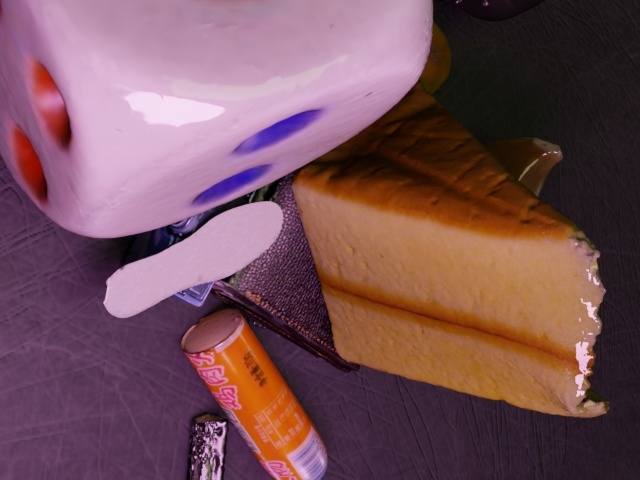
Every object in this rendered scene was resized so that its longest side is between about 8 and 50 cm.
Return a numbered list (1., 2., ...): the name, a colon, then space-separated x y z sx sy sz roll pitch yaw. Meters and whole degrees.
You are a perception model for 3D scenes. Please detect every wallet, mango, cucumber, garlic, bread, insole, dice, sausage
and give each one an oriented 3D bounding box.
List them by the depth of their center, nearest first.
1. dice: -0.113 -0.180 1.025 0.304 0.304 0.277 -26 86 -25
2. insole: -0.115 0.017 1.178 0.197 0.004 0.065 -28 124 -26
3. bread: 0.178 0.015 1.245 0.245 0.362 0.233 -36 126 -34
4. cucumber: -0.117 0.258 1.287 0.039 0.043 0.163 -7 104 -83
5. sausage: -0.056 0.177 1.310 0.071 0.071 0.234 -47 120 -29
6. wallet: 0.000 0.000 1.354 0.262 0.071 0.220 36 69 -44
7. mango: 0.073 -0.211 1.395 0.161 0.076 0.103 17 86 -37
8. garlic: 0.208 -0.027 1.489 0.090 0.129 0.198 36 66 -54

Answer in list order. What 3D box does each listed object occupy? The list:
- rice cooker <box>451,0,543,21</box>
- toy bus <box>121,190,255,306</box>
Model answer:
1. rice cooker: 0.188 -0.347 1.445 0.118 0.142 0.203 -37 113 -20
2. toy bus: -0.110 -0.058 1.232 0.079 0.094 0.236 35 72 -42
